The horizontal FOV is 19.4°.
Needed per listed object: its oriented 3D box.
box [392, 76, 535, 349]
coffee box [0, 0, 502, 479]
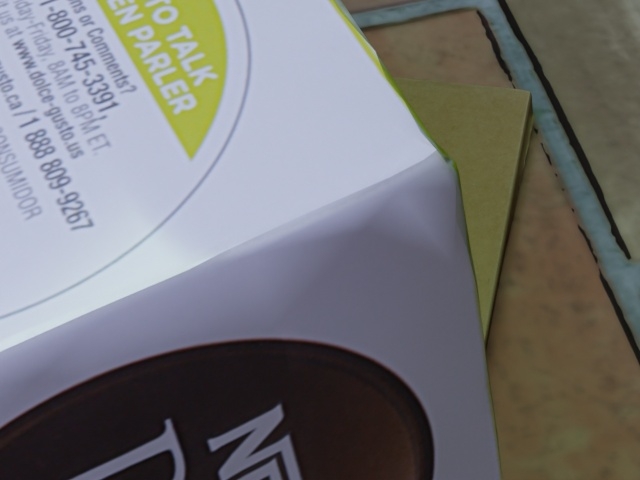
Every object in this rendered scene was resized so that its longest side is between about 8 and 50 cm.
[{"bbox_3d":[0.000,0.000,0.820,0.164,0.021,0.201,6,47,10],"label":"box"},{"bbox_3d":[-0.159,0.049,0.553,0.334,0.338,0.338,-24,49,-11],"label":"coffee box"}]
